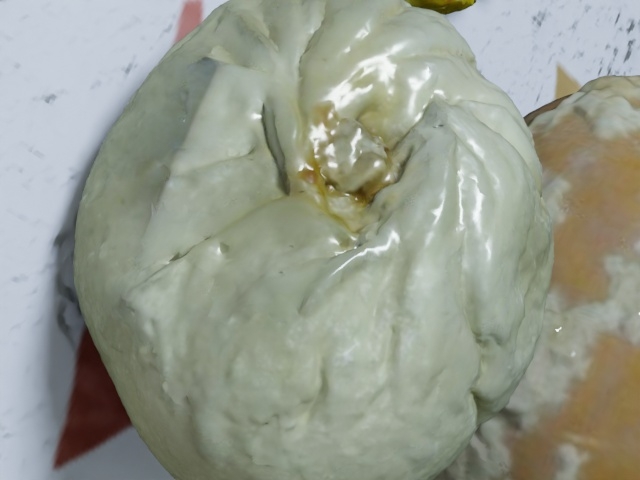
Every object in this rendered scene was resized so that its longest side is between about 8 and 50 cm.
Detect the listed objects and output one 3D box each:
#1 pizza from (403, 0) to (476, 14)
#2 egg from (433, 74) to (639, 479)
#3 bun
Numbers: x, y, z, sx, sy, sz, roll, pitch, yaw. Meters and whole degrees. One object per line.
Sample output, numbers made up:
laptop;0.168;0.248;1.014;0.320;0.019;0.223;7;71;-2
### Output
pizza;0.034;-0.129;0.673;0.160;0.036;0.099;36;72;-48
egg;0.123;0.055;0.697;0.203;0.203;0.245;10;83;-50
bun;0.000;0.000;0.575;0.188;0.164;0.111;-60;173;-14
